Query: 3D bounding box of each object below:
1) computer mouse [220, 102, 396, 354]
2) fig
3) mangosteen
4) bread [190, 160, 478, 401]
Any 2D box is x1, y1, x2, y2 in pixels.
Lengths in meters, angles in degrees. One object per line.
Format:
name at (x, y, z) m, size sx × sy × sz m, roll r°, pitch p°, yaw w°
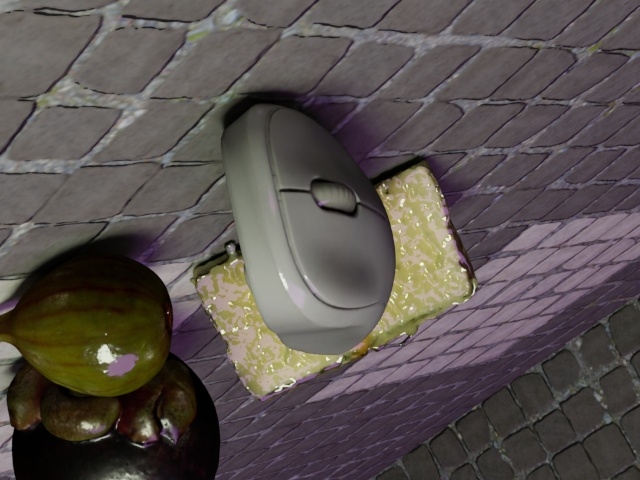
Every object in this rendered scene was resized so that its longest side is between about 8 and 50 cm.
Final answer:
computer mouse at (0.000, 0.000, 1.126) m, size 0.121 × 0.184 × 0.297 m, roll -10°, pitch 160°, yaw 1°
fig at (-0.240, 0.077, 1.169) m, size 0.236 × 0.124 × 0.124 m, roll -7°, pitch 166°, yaw 15°
mangosteen at (-0.204, 0.173, 1.321) m, size 0.211 × 0.211 × 0.250 m, roll -23°, pitch 134°, yaw -14°
bread at (0.016, 0.035, 1.378) m, size 0.266 × 0.178 × 0.142 m, roll -24°, pitch -167°, yaw -1°
